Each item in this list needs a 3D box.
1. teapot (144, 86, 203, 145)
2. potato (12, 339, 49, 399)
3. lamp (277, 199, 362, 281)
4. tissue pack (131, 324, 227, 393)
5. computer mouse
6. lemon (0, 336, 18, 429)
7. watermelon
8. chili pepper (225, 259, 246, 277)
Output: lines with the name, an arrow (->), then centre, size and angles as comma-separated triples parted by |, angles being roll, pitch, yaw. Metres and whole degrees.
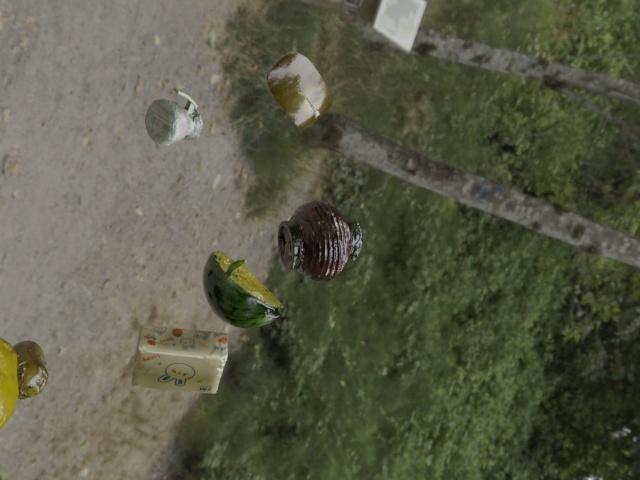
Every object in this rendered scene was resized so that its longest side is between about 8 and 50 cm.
teapot -> -0.200, -0.173, 0.901 | 0.064, 0.064, 0.083 | -12, 137, -54
potato -> -0.823, 0.360, 1.781 | 0.176, 0.137, 0.137 | 45, -59, 57
lamp -> 0.000, 0.000, 1.842 | 0.247, 0.247, 0.246 | 20, 90, -84
tissue pack -> -0.317, 0.270, 1.451 | 0.092, 0.197, 0.148 | -102, -154, -47
computer mouse -> -0.039, -0.301, 1.321 | 0.102, 0.045, 0.199 | -39, 145, 1
lemon -> -0.807, 0.304, 1.324 | 0.348, 0.348, 0.347 | 20, 90, -84
watermelon -> -0.192, 0.134, 1.506 | 0.127, 0.232, 0.204 | -48, 159, 3
chili pepper -> -0.182, 0.059, 1.337 | 0.030, 0.017, 0.083 | -32, 175, -37
